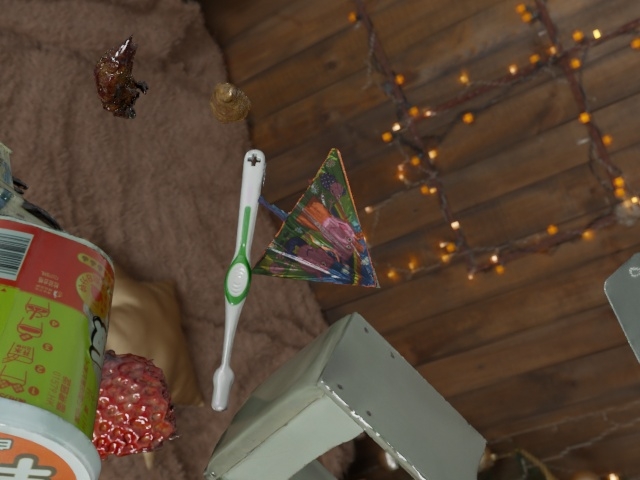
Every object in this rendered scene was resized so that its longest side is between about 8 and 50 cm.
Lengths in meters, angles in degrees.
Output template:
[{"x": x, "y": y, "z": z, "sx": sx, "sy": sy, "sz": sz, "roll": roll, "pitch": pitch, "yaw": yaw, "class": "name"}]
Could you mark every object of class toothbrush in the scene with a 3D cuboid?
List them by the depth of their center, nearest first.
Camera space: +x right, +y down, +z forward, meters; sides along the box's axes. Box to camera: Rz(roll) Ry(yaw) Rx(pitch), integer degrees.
[{"x": -0.126, "y": 0.052, "z": 1.277, "sx": 0.040, "sy": 0.042, "sz": 0.418, "roll": 84, "pitch": 11, "yaw": -75, "class": "toothbrush"}]

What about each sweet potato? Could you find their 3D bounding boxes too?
[{"x": -0.144, "y": -0.219, "z": 1.314, "sx": 0.206, "sy": 0.068, "sz": 0.060, "roll": 167, "pitch": -71, "yaw": -86, "class": "sweet potato"}]

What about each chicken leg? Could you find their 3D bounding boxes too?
[{"x": -0.382, "y": -0.303, "z": 1.576, "sx": 0.063, "sy": 0.105, "sz": 0.234, "roll": 39, "pitch": -18, "yaw": 9, "class": "chicken leg"}]

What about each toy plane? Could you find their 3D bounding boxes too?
[{"x": -0.439, "y": -0.045, "z": 1.159, "sx": 0.262, "sy": 0.088, "sz": 0.192, "roll": 49, "pitch": 30, "yaw": -32, "class": "toy plane"}]

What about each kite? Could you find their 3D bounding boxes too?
[{"x": 0.000, "y": 0.000, "z": 1.265, "sx": 0.234, "sy": 0.321, "sz": 0.016, "roll": 39, "pitch": 45, "yaw": 2, "class": "kite"}]

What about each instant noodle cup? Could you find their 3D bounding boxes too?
[{"x": -0.367, "y": 0.149, "z": 0.951, "sx": 0.294, "sy": 0.293, "sz": 0.308, "roll": 50, "pitch": 26, "yaw": -34, "class": "instant noodle cup"}]

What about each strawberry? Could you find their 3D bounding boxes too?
[{"x": -0.438, "y": 0.315, "z": 1.670, "sx": 0.253, "sy": 0.280, "sz": 0.150, "roll": -127, "pitch": -147, "yaw": -60, "class": "strawberry"}]

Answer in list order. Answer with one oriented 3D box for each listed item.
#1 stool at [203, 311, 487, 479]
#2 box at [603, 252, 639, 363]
[{"x": 0.035, "y": 0.281, "z": 1.090, "sx": 0.269, "sy": 0.243, "sz": 0.170, "roll": 44, "pitch": 30, "yaw": -6, "class": "stool"}, {"x": 0.658, "y": 0.133, "z": 1.576, "sx": 0.135, "sy": 0.163, "sz": 0.243, "roll": 2, "pitch": 54, "yaw": -26, "class": "box"}]
